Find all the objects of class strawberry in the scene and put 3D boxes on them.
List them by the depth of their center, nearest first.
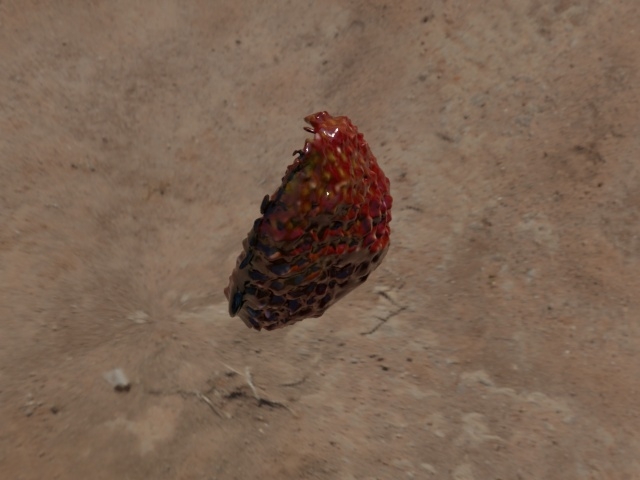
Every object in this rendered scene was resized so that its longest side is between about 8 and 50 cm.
[{"bbox_3d":[0.000,0.000,0.895,0.138,0.306,0.233,29,90,-1],"label":"strawberry"}]
